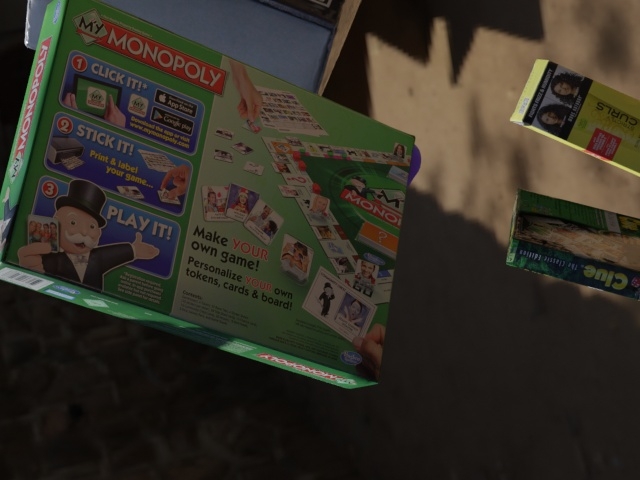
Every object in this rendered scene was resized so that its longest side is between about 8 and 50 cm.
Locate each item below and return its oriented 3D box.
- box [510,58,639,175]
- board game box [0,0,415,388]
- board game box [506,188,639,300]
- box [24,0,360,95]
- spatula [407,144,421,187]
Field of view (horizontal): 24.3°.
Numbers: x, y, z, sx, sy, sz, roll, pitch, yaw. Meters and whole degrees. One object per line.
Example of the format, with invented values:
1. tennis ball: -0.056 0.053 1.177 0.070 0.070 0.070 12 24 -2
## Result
1. box: 0.356 -0.138 1.815 0.058 0.232 0.087 -133 67 -78
2. board game box: -0.078 -0.031 1.121 0.046 0.317 0.213 -20 55 54
3. board game box: 0.242 0.001 1.372 0.259 0.136 0.030 -51 -26 -75
4. box: -0.101 -0.290 1.481 0.182 0.296 0.294 109 -178 -49
5. spatula: 0.000 0.000 1.549 0.296 0.084 0.030 -48 43 33
